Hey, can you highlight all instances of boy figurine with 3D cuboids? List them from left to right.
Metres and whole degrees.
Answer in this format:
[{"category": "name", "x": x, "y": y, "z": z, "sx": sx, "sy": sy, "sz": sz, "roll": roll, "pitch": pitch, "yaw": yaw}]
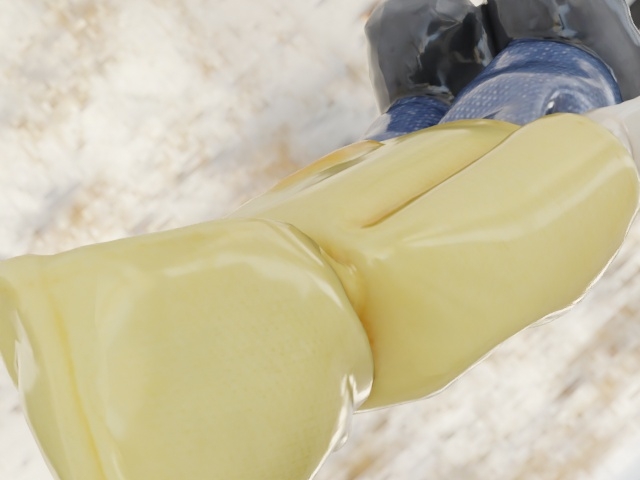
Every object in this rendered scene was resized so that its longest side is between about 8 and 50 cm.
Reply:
[{"category": "boy figurine", "x": 0.000, "y": 0.000, "z": 0.477, "sx": 0.177, "sy": 0.092, "sz": 0.285, "roll": -13, "pitch": -166, "yaw": 32}]
